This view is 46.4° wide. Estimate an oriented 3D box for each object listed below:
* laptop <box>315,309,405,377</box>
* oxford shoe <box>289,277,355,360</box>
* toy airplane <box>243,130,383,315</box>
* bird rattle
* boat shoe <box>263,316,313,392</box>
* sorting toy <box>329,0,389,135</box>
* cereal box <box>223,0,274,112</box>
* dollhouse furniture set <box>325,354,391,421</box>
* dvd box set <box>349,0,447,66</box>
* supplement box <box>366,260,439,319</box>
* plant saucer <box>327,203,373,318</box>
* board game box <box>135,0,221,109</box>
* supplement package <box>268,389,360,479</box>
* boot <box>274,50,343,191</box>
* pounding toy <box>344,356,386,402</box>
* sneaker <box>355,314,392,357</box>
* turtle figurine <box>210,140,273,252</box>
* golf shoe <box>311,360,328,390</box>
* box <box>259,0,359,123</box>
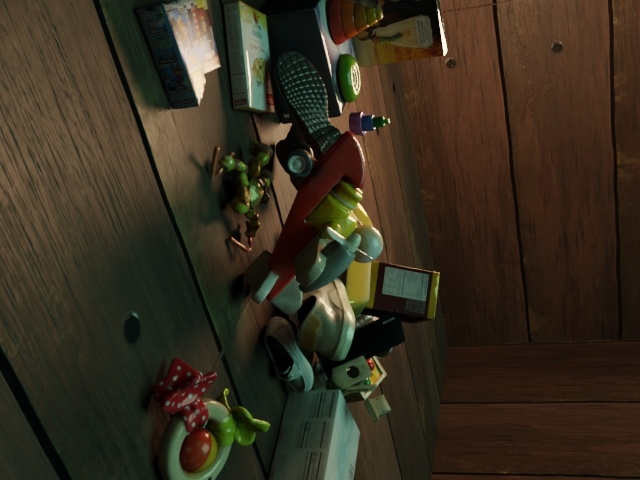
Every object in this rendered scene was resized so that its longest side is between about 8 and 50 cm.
[{"bbox_3d":[0.093,0.255,2.009,0.264,0.234,0.137,-128,-166,-75],"label":"laptop"},{"bbox_3d":[-0.014,0.172,1.846,0.449,0.130,0.169,-121,-135,-78],"label":"oxford shoe"},{"bbox_3d":[0.000,0.000,1.651,0.384,0.272,0.386,118,-10,-58],"label":"toy airplane"},{"bbox_3d":[-0.208,0.338,1.317,0.253,0.143,0.207,50,56,-57],"label":"bird rattle"},{"bbox_3d":[-0.085,0.294,1.802,0.081,0.079,0.228,-59,136,-51],"label":"boat shoe"},{"bbox_3d":[0.117,-0.451,1.934,0.127,0.126,0.366,-58,141,-60],"label":"sorting toy"},{"bbox_3d":[-0.164,-0.422,1.754,0.173,0.047,0.240,-21,105,-73],"label":"cereal box"},{"bbox_3d":[0.085,0.414,1.931,0.161,0.101,0.182,62,-20,21],"label":"dollhouse furniture set"},{"bbox_3d":[0.130,-0.653,2.129,0.062,0.420,0.308,-60,143,-56],"label":"dvd box set"},{"bbox_3d":[0.203,0.147,2.074,0.191,0.194,0.129,138,-38,-75],"label":"supplement box"},{"bbox_3d":[0.072,0.102,2.064,0.333,0.080,0.333,117,-19,-60],"label":"plant saucer"},{"bbox_3d":[-0.259,-0.357,1.419,0.194,0.060,0.194,-57,140,-63],"label":"board game box"},{"bbox_3d":[-0.010,0.535,1.846,0.262,0.145,0.204,-76,154,-44],"label":"supplement package"},{"bbox_3d":[-0.061,-0.276,1.859,0.118,0.222,0.338,-20,86,-31],"label":"boot"},{"bbox_3d":[0.105,0.344,2.233,0.181,0.094,0.206,-39,101,-42],"label":"pounding toy"},{"bbox_3d":[0.134,0.246,2.358,0.292,0.110,0.118,55,13,-21],"label":"sneaker"},{"bbox_3d":[-0.156,-0.128,1.643,0.217,0.087,0.270,-72,152,-51],"label":"turtle figurine"},{"bbox_3d":[0.019,0.384,2.078,0.176,0.086,0.069,-48,129,-69],"label":"golf shoe"},{"bbox_3d":[-0.026,-0.514,2.001,0.294,0.182,0.296,-69,149,-51],"label":"box"}]
